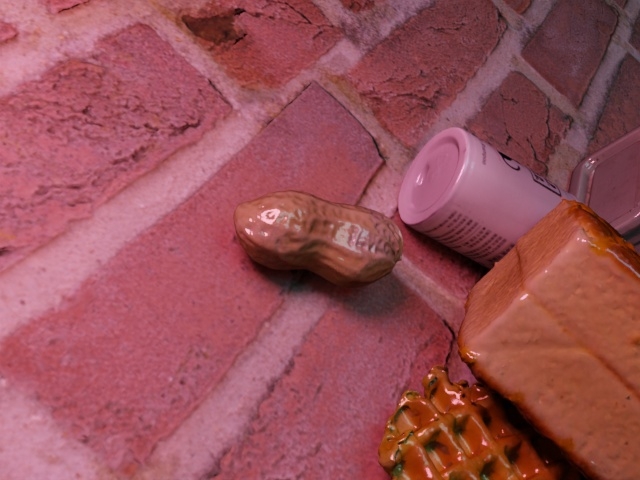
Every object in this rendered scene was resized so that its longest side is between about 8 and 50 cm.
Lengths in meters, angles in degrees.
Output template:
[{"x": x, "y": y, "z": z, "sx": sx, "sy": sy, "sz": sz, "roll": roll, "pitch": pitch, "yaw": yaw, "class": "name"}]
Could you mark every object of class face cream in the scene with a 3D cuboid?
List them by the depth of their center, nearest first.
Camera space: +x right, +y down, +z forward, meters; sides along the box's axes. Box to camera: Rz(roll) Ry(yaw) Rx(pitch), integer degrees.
[{"x": 0.293, "y": -0.009, "z": 1.187, "sx": 0.369, "sy": 0.145, "sz": 0.145, "roll": 25, "pitch": 42, "yaw": -23, "class": "face cream"}]

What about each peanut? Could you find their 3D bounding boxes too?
[{"x": 0.000, "y": 0.000, "z": 0.964, "sx": 0.214, "sy": 0.090, "sz": 0.099, "roll": 13, "pitch": 58, "yaw": -30, "class": "peanut"}]

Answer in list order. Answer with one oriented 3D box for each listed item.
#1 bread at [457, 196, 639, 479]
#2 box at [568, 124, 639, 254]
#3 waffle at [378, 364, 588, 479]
[{"x": 0.319, "y": 0.117, "z": 0.985, "sx": 0.279, "sy": 0.207, "sz": 0.279, "roll": 42, "pitch": 16, "yaw": 3, "class": "bread"}, {"x": 0.510, "y": -0.028, "z": 1.389, "sx": 0.182, "sy": 0.175, "sz": 0.312, "roll": 47, "pitch": 37, "yaw": -11, "class": "box"}, {"x": 0.192, "y": 0.284, "z": 0.896, "sx": 0.325, "sy": 0.068, "sz": 0.302, "roll": 29, "pitch": 41, "yaw": -16, "class": "waffle"}]
